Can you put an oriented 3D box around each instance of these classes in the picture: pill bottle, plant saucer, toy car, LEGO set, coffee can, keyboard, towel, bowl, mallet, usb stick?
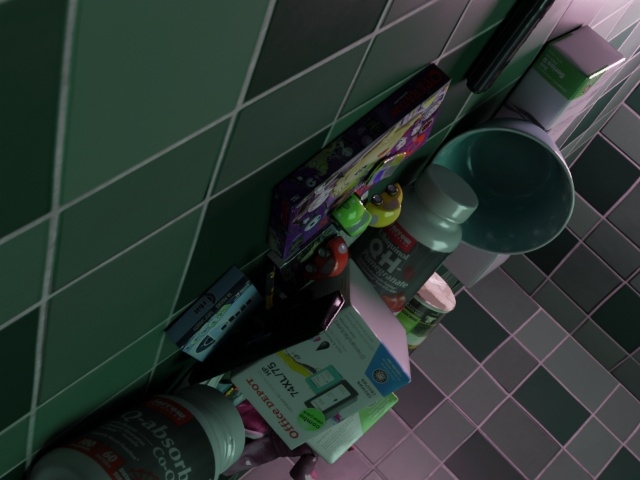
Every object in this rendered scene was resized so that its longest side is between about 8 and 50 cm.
[{"bbox_3d":[-0.304,0.391,1.648,0.210,0.210,0.363,-53,165,31],"label":"pill bottle"},{"bbox_3d":[-0.240,0.331,2.075,0.067,0.018,0.192,-45,168,1],"label":"plant saucer"},{"bbox_3d":[0.059,-0.022,1.630,0.239,0.053,0.225,-44,167,-4],"label":"toy car"},{"bbox_3d":[-0.207,0.370,2.136,0.244,0.060,0.182,-32,159,-39],"label":"LEGO set"},{"bbox_3d":[0.219,0.215,2.694,0.275,0.201,0.201,-52,165,26],"label":"coffee can"},{"bbox_3d":[-0.089,0.162,1.699,0.317,0.033,0.201,-24,-159,31],"label":"keyboard"},{"bbox_3d":[0.108,-0.119,1.579,0.060,0.009,0.083,-52,165,32],"label":"towel"},{"bbox_3d":[0.397,-0.140,2.045,0.311,0.311,0.163,-56,-179,40],"label":"bowl"},{"bbox_3d":[-0.092,0.097,1.608,0.062,0.039,0.189,-48,164,-17],"label":"mallet"},{"bbox_3d":[0.343,-0.368,1.644,0.077,0.045,0.278,-40,167,-49],"label":"usb stick"},{"bbox_3d":[0.181,-0.001,1.980,0.318,0.176,0.176,-52,165,29],"label":"pill bottle"}]

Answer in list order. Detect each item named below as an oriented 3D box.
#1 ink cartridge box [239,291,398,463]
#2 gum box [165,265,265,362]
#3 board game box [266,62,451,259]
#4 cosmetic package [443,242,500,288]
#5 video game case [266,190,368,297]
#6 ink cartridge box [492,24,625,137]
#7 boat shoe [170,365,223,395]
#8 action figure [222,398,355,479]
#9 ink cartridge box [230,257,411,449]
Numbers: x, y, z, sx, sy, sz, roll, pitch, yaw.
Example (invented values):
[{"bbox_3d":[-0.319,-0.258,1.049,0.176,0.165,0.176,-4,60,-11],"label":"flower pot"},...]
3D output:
[{"bbox_3d":[-0.034,0.271,1.995,0.207,0.353,0.119,-43,-163,-2],"label":"ink cartridge box"},{"bbox_3d":[-0.173,0.127,1.605,0.157,0.041,0.184,-44,168,-6],"label":"gum box"},{"bbox_3d":[0.059,-0.124,1.534,0.347,0.056,0.208,-40,170,-20],"label":"board game box"},{"bbox_3d":[0.361,-0.032,2.316,0.225,0.224,0.138,-25,156,-54],"label":"cosmetic package"},{"bbox_3d":[0.000,0.000,1.734,0.210,0.042,0.232,-42,167,-9],"label":"video game case"},{"bbox_3d":[0.515,-0.318,2.134,0.211,0.121,0.289,-30,161,-46],"label":"ink cartridge box"},{"bbox_3d":[-0.247,0.322,1.877,0.258,0.084,0.095,-49,166,20],"label":"boat shoe"},{"bbox_3d":[-0.089,0.470,2.355,0.370,0.248,0.276,-6,162,27],"label":"action figure"},{"bbox_3d":[0.001,0.212,1.783,0.270,0.198,0.197,-33,-161,15],"label":"ink cartridge box"}]
